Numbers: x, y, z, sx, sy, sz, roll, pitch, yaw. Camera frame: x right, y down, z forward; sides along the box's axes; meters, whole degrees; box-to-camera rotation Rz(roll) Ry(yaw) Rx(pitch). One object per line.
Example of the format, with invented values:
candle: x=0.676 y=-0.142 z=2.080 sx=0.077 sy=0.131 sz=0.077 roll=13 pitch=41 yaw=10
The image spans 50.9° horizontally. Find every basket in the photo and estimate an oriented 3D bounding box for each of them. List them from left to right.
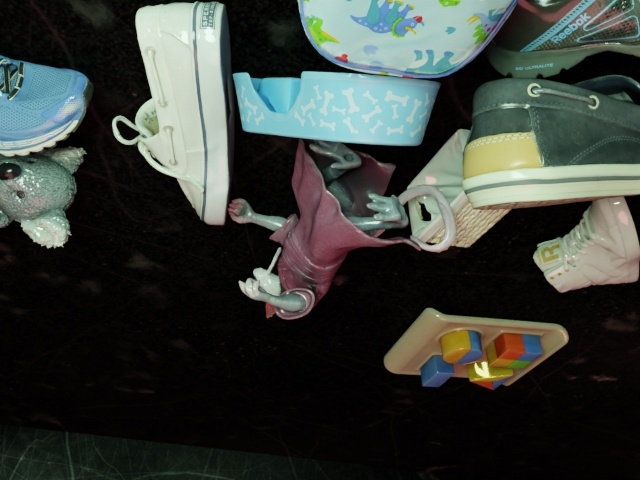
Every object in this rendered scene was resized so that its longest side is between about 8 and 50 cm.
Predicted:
basket: x=0.223 y=-0.074 z=1.056 sx=0.103 sy=0.113 sz=0.167 roll=12 pitch=145 yaw=-21

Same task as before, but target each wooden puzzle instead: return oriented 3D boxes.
wooden puzzle: x=0.363 y=0.281 z=1.613 sx=0.348 sy=0.080 sz=0.322 roll=10 pitch=146 yaw=-12

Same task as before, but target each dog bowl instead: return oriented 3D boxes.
dog bowl: x=0.010 y=-0.160 z=0.817 sx=0.166 sy=0.074 sz=0.297 roll=-4 pitch=-167 yaw=-37

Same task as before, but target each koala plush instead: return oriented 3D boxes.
koala plush: x=-0.477 y=-0.082 z=1.031 sx=0.221 sy=0.196 sz=0.203 roll=1 pitch=158 yaw=0

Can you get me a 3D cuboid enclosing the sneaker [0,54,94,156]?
sneaker: x=-0.467 y=-0.203 z=0.883 sx=0.330 sy=0.129 sz=0.147 roll=2 pitch=149 yaw=1

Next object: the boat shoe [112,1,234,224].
boat shoe: x=-0.202 y=-0.158 z=0.930 sx=0.157 sy=0.135 sz=0.367 roll=3 pitch=144 yaw=-2

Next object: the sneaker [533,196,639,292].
sneaker: x=0.457 y=0.011 z=1.175 sx=0.169 sy=0.108 sz=0.292 roll=-14 pitch=145 yaw=17

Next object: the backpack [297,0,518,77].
backpack: x=0.089 y=-0.321 z=0.598 sx=0.290 sy=0.273 sz=0.355 roll=3 pitch=160 yaw=-15

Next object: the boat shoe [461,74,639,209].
boat shoe: x=0.374 y=-0.129 z=0.859 sx=0.500 sy=0.156 sz=0.187 roll=-5 pitch=178 yaw=-34

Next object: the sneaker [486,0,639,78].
sneaker: x=0.347 y=-0.275 z=0.732 sx=0.341 sy=0.125 sz=0.139 roll=-11 pitch=143 yaw=17

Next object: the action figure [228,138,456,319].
action figure: x=0.000 y=0.000 z=1.093 sx=0.276 sy=0.248 sz=0.370 roll=8 pitch=139 yaw=-20
